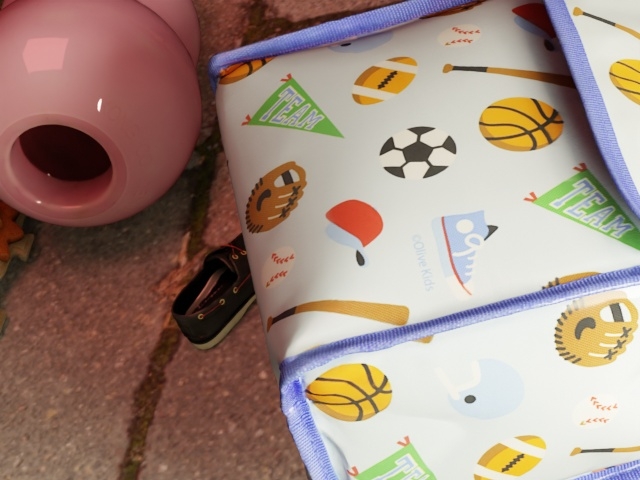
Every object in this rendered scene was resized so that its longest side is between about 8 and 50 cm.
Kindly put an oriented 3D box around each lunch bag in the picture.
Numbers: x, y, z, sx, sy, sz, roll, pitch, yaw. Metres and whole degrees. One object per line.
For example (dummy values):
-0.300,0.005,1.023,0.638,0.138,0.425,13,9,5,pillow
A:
0.145,-0.014,1.231,0.386,0.239,0.327,-14,44,0,lunch bag

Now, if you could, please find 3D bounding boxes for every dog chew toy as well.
-0.196,-0.164,1.655,0.207,0.206,0.331,-16,37,18,dog chew toy

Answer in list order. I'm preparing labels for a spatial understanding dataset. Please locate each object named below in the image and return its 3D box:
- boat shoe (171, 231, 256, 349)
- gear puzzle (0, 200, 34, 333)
-0.067,0.024,1.512,0.049,0.042,0.133,17,60,42,boat shoe
-0.323,-0.062,1.659,0.176,0.044,0.339,15,58,-1,gear puzzle
